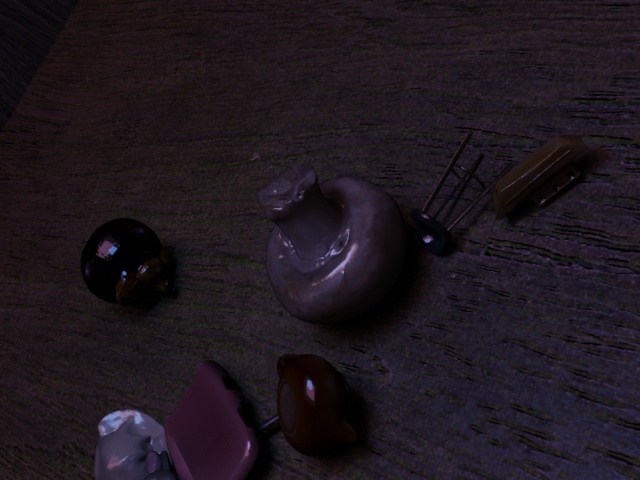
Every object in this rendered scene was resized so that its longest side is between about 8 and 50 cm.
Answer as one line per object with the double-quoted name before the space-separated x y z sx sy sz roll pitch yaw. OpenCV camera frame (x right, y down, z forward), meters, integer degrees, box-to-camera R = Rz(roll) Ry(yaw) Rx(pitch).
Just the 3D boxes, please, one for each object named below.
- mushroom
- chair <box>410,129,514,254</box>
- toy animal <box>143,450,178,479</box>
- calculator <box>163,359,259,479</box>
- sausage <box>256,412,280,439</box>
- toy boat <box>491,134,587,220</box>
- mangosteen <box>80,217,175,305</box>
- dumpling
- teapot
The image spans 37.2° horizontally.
"mushroom" 0.000 0.000 1.764 0.297 0.290 0.297 -26 44 29
"chair" 0.244 -0.087 1.750 0.221 0.095 0.104 -56 27 -4
"toy animal" -0.309 0.504 1.796 0.125 0.127 0.251 -20 53 26
"calculator" -0.216 0.381 1.846 0.220 0.048 0.330 -56 37 10
"sausage" -0.099 0.355 1.799 0.198 0.028 0.025 -35 24 18
"toy boat" 0.378 -0.106 1.649 0.200 0.077 0.057 -39 28 20
"mangosteen" -0.442 0.066 2.239 0.250 0.211 0.211 32 84 20
"dumpling" -0.380 0.455 1.937 0.166 0.126 0.216 -17 29 0
"teapot" -0.006 0.280 1.697 0.252 0.135 0.178 -125 44 -55
